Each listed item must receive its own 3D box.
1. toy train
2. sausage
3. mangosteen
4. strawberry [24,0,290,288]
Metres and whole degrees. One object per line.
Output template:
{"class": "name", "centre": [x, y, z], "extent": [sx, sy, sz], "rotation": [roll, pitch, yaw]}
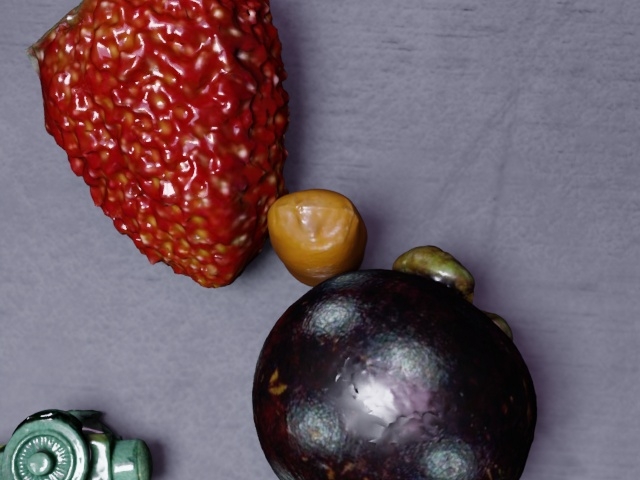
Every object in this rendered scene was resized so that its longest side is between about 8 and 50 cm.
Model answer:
{"class": "toy train", "centre": [-0.349, 0.300, 0.921], "extent": [0.369, 0.150, 0.237], "rotation": [-7, 82, 1]}
{"class": "sausage", "centre": [0.000, 0.000, 0.936], "extent": [0.098, 0.238, 0.098], "rotation": [-1, 78, 3]}
{"class": "mangosteen", "centre": [0.076, 0.145, 0.888], "extent": [0.288, 0.288, 0.288], "rotation": [0, 76, 1]}
{"class": "strawberry", "centre": [-0.141, -0.131, 0.988], "extent": [0.292, 0.292, 0.343], "rotation": [-25, 100, -5]}
